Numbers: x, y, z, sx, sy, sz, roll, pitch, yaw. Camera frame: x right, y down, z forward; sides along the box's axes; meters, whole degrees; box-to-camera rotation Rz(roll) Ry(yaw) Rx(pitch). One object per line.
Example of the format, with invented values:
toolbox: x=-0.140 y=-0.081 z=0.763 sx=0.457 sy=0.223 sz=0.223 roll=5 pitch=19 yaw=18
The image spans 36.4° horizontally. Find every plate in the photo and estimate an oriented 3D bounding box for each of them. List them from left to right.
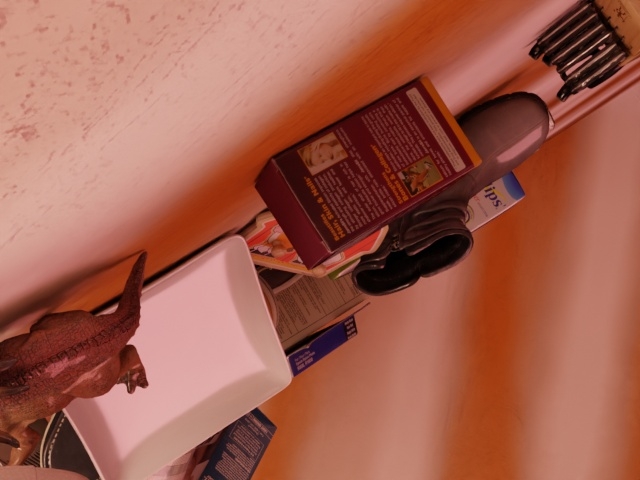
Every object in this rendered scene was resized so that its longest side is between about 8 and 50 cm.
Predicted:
plate: x=-0.185 y=0.148 z=1.189 sx=0.277 sy=0.045 sz=0.278 roll=-31 pitch=133 yaw=-17

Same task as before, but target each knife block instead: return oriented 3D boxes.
knife block: x=0.381 y=-0.272 z=1.120 sx=0.276 sy=0.088 sz=0.242 roll=-33 pitch=176 yaw=1

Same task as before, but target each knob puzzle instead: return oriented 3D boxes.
knob puzzle: x=0.000 y=0.000 z=1.198 sx=0.213 sy=0.029 sz=0.213 roll=-7 pitch=154 yaw=-3

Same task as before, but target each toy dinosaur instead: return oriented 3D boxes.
toy dinosaur: x=-0.243 y=0.113 z=0.835 sx=0.296 sy=0.127 sz=0.200 roll=-37 pitch=170 yaw=-19

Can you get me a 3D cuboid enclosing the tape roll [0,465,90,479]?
tape roll: x=-0.372 y=0.257 z=0.774 sx=0.392 sy=0.072 sz=0.392 roll=-10 pitch=160 yaw=-4

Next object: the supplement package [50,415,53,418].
supplement package: x=-0.353 y=0.331 z=1.942 sx=0.293 sy=0.175 sz=0.177 roll=-35 pitch=177 yaw=27

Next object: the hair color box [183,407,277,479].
hair color box: x=-0.234 y=0.473 z=1.875 sx=0.174 sy=0.105 sz=0.347 roll=-29 pitch=-159 yaw=38

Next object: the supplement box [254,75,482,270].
supplement box: x=0.046 y=-0.065 z=0.942 sx=0.188 sy=0.104 sz=0.081 roll=-30 pitch=175 yaw=-21

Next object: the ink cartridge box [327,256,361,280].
ink cartridge box: x=0.117 y=-0.052 z=1.615 sx=0.255 sy=0.097 sz=0.189 roll=-37 pitch=173 yaw=19

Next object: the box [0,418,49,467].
box: x=-0.530 y=0.363 z=1.612 sx=0.113 sy=0.094 sz=0.275 roll=-33 pitch=176 yaw=2

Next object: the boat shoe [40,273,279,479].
boat shoe: x=-0.266 y=0.220 z=1.400 sx=0.500 sy=0.186 sz=0.156 roll=-42 pitch=170 yaw=25

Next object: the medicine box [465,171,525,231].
medicine box: x=0.307 y=-0.078 z=2.232 sx=0.289 sy=0.149 sz=0.263 roll=-34 pitch=175 yaw=7

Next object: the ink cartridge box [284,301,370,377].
ink cartridge box: x=-0.030 y=0.206 z=1.755 sx=0.224 sy=0.045 sz=0.223 roll=-32 pitch=177 yaw=38

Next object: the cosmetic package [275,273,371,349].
cosmetic package: x=-0.064 y=0.111 z=1.759 sx=0.296 sy=0.153 sz=0.129 roll=-27 pitch=174 yaw=-39

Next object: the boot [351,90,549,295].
boot: x=0.193 y=-0.055 z=1.366 sx=0.338 sy=0.118 sz=0.222 roll=-36 pitch=-154 yaw=19

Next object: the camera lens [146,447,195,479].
camera lens: x=-0.340 y=0.377 z=1.662 sx=0.219 sy=0.220 sz=0.274 roll=-8 pitch=121 yaw=-79

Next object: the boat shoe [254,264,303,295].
boat shoe: x=-0.059 y=0.033 z=1.465 sx=0.081 sy=0.068 sz=0.228 roll=-44 pitch=-177 yaw=-37

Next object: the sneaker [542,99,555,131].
sneaker: x=0.378 y=-0.208 z=1.882 sx=0.094 sy=0.081 sz=0.208 roll=-25 pitch=168 yaw=-6
